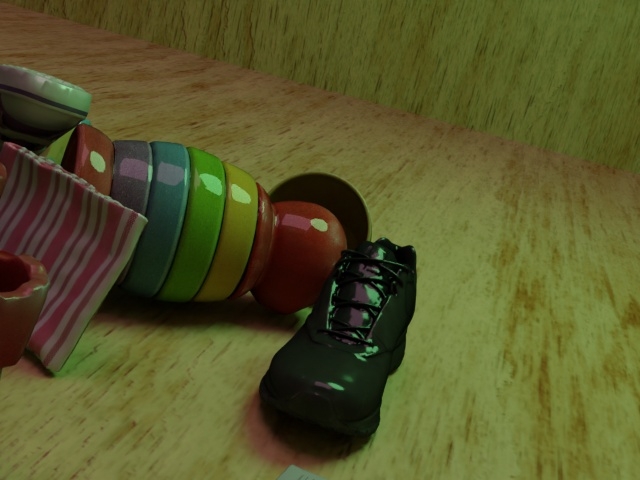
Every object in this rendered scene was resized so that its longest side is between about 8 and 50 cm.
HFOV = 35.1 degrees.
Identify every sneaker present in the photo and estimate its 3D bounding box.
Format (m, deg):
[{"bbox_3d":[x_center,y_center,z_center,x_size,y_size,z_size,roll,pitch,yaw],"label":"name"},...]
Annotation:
[{"bbox_3d":[-0.318,-0.081,1.019,0.102,0.161,0.282,17,-11,-31],"label":"sneaker"},{"bbox_3d":[0.026,0.071,0.879,0.109,0.130,0.286,18,17,6],"label":"sneaker"}]

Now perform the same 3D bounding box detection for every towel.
[{"bbox_3d":[-0.241,0.008,0.847,0.197,0.144,0.029,27,-2,38],"label":"towel"}]

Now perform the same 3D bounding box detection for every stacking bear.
[{"bbox_3d":[-0.112,-0.003,0.989,0.289,0.164,0.175,13,15,-21],"label":"stacking bear"}]

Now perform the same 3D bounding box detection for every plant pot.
[{"bbox_3d":[0.000,0.000,1.138,0.134,0.134,0.095,19,-9,18],"label":"plant pot"}]

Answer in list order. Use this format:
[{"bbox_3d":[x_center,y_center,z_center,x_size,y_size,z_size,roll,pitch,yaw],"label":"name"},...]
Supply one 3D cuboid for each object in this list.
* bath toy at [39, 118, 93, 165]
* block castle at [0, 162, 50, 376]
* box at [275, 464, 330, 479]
[{"bbox_3d":[-0.463,-0.157,1.275,0.348,0.151,0.129,20,60,15],"label":"bath toy"},{"bbox_3d":[-0.407,-0.003,0.580,0.453,0.213,0.303,9,16,-27],"label":"block castle"},{"bbox_3d":[0.035,0.207,0.590,0.186,0.038,0.145,20,17,16],"label":"box"}]
